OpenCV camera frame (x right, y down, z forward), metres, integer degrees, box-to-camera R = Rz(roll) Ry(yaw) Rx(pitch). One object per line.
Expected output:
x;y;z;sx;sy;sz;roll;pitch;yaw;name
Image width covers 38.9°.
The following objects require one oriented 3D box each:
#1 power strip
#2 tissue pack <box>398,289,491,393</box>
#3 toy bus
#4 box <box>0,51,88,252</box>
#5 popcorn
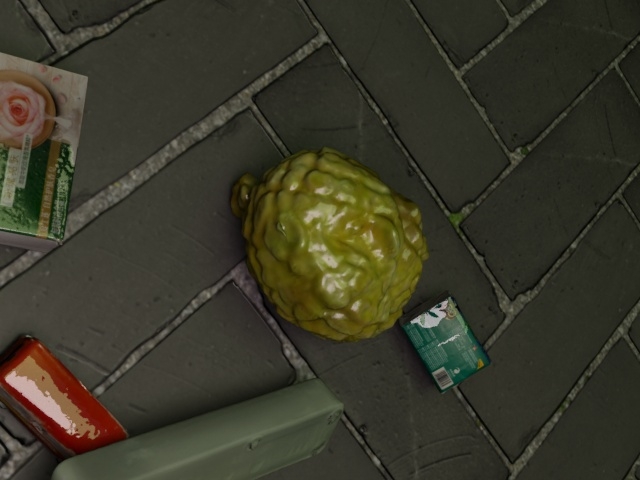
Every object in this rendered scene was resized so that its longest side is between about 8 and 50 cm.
-0.133;0.238;0.991;0.385;0.091;0.062;-10;43;-43;power strip
0.169;0.136;1.250;0.085;0.079;0.111;-32;97;4;tissue pack
-0.275;0.181;0.964;0.174;0.077;0.079;49;61;-14;toy bus
-0.339;-0.096;0.981;0.135;0.081;0.199;12;73;-29;box
0.000;0.000;1.111;0.206;0.251;0.237;-55;146;-4;popcorn
